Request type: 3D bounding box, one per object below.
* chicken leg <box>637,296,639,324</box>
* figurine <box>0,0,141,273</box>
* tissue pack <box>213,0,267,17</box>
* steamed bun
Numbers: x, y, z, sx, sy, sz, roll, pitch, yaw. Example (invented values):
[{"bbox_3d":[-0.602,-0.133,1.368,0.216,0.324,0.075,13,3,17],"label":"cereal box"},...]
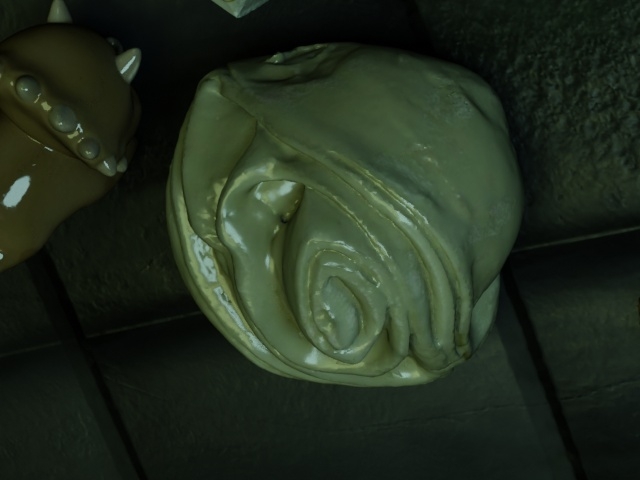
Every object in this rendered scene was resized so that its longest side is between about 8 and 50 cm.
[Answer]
[{"bbox_3d":[0.340,0.180,1.352,0.093,0.113,0.304,-17,103,10],"label":"chicken leg"},{"bbox_3d":[-0.269,-0.100,1.452,0.177,0.247,0.173,53,162,20],"label":"figurine"},{"bbox_3d":[-0.094,-0.281,1.360,0.149,0.099,0.106,34,124,9],"label":"tissue pack"},{"bbox_3d":[0.001,-0.009,1.366,0.324,0.219,0.309,16,119,21],"label":"steamed bun"}]
